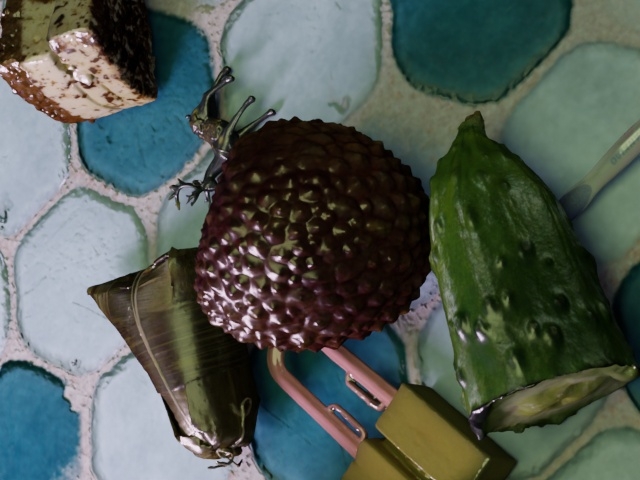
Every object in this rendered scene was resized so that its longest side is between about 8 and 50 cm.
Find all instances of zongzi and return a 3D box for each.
[{"bbox_3d":[-0.132,0.110,1.559,0.184,0.084,0.187,-18,80,47],"label":"zongzi"}]

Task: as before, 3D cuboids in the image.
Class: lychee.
[{"bbox_3d":[0.000,0.000,1.418,0.188,0.188,0.188,-4,84,35],"label":"lychee"}]

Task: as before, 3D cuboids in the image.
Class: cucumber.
[{"bbox_3d":[0.139,0.016,1.346,0.134,0.134,0.244,-28,65,30],"label":"cucumber"}]

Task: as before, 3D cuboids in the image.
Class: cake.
[{"bbox_3d":[-0.208,-0.221,1.657,0.112,0.135,0.246,-14,48,21],"label":"cake"}]

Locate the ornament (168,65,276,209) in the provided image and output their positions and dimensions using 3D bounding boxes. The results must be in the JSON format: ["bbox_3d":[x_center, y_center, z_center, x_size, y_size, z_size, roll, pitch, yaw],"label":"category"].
[{"bbox_3d":[-0.096,-0.083,1.574,0.073,0.028,0.125,42,108,29],"label":"ornament"}]

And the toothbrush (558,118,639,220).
[{"bbox_3d":[0.259,-0.103,1.328,0.021,0.027,0.269,48,114,14],"label":"toothbrush"}]

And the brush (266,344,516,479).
[{"bbox_3d":[0.041,0.142,1.447,0.233,0.047,0.103,41,109,32],"label":"brush"}]
